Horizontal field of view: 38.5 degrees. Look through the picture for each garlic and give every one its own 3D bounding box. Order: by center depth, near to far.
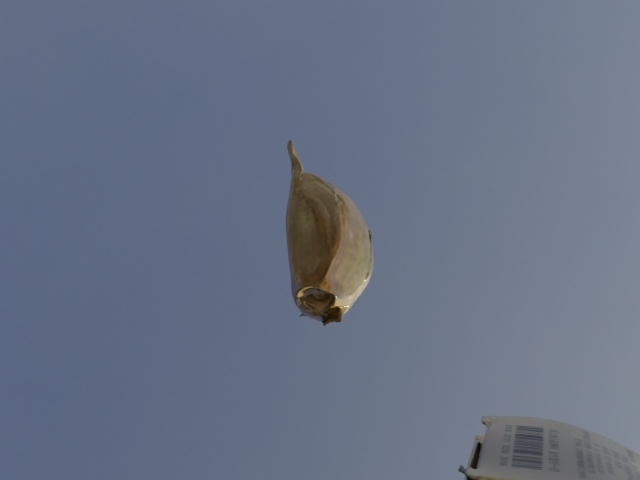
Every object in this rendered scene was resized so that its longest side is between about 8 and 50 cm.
[{"bbox_3d":[0.008,0.000,0.756,0.066,0.084,0.152,-6,-114,12],"label":"garlic"}]

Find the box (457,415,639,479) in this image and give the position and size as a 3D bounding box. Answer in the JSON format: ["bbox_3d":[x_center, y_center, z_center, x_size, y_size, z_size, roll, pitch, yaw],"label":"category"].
[{"bbox_3d":[0.162,0.315,0.687,0.145,0.173,0.332,6,-88,13],"label":"box"}]
